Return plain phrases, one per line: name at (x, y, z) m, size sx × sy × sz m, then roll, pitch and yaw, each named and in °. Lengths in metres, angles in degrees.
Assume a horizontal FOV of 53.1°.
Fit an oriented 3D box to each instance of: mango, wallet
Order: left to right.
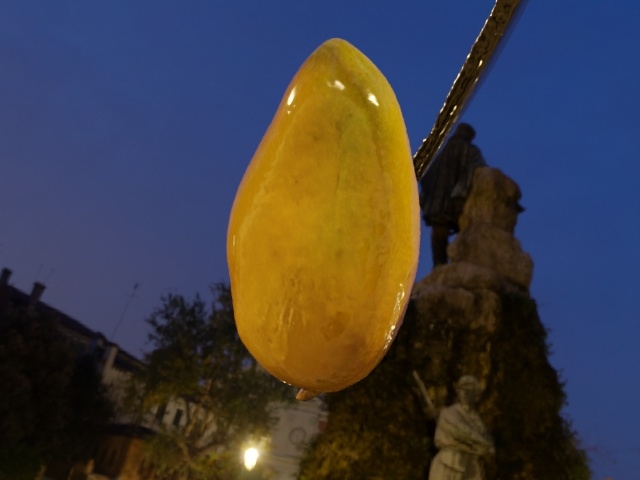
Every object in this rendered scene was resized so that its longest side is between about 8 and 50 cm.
mango at (0.000, 0.000, 0.526) m, size 0.119 × 0.316 × 0.176 m, roll -15°, pitch 37°, yaw -42°
wallet at (0.163, -0.177, 0.660) m, size 0.025 × 0.124 × 0.244 m, roll 30°, pitch -60°, yaw 8°
